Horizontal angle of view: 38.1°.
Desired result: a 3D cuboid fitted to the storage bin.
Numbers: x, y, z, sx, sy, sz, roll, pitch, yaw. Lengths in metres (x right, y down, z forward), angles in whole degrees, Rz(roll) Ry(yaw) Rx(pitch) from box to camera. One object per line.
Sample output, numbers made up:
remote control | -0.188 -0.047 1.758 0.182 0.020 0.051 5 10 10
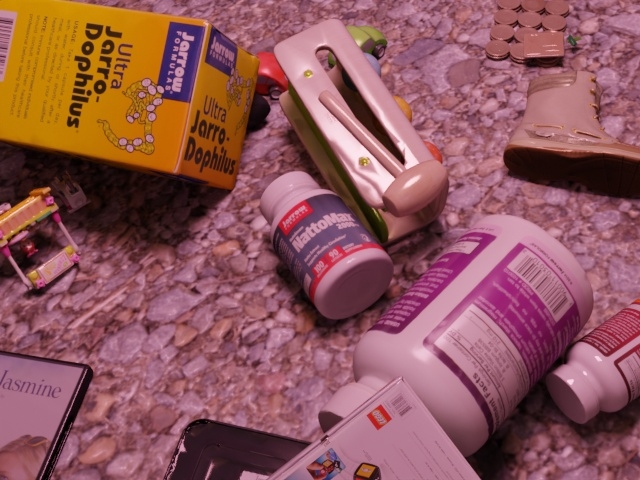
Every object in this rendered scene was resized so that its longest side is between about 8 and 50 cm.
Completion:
storage bin | -0.067 0.271 0.962 0.180 0.084 0.122 9 54 15

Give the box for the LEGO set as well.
LEGO set | -0.424 0.024 1.215 0.287 0.107 0.132 -32 20 -11

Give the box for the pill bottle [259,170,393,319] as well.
pill bottle | 0.000 0.000 1.146 0.108 0.108 0.180 -28 54 -14

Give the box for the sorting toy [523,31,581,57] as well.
sorting toy | 0.342 -0.286 1.363 0.083 0.012 0.062 0 48 12

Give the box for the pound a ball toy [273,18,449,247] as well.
pound a ball toy | 0.067 -0.142 1.154 0.135 0.208 0.319 -27 67 -11

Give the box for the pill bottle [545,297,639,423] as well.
pill bottle | 0.324 0.132 1.013 0.152 0.086 0.086 -30 55 -15

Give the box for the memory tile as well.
memory tile | 0.316 -0.321 1.410 0.113 0.012 0.148 10 54 15

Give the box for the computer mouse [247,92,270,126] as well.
computer mouse | -0.191 -0.188 1.348 0.242 0.071 0.041 1 78 12

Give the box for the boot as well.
boot | 0.365 -0.148 1.231 0.213 0.077 0.165 11 53 19

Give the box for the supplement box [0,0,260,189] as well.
supplement box | -0.292 -0.200 1.244 0.356 0.194 0.195 12 91 17

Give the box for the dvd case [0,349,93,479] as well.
dvd case | -0.389 0.242 1.067 0.180 0.022 0.253 6 53 13

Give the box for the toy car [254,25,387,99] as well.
toy car | 0.011 -0.261 1.379 0.239 0.053 0.225 34 64 28

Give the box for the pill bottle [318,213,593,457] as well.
pill bottle | 0.142 0.124 0.993 0.169 0.169 0.301 34 64 29

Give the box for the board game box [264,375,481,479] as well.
board game box | 0.088 0.302 0.835 0.193 0.053 0.305 -36 85 -10
